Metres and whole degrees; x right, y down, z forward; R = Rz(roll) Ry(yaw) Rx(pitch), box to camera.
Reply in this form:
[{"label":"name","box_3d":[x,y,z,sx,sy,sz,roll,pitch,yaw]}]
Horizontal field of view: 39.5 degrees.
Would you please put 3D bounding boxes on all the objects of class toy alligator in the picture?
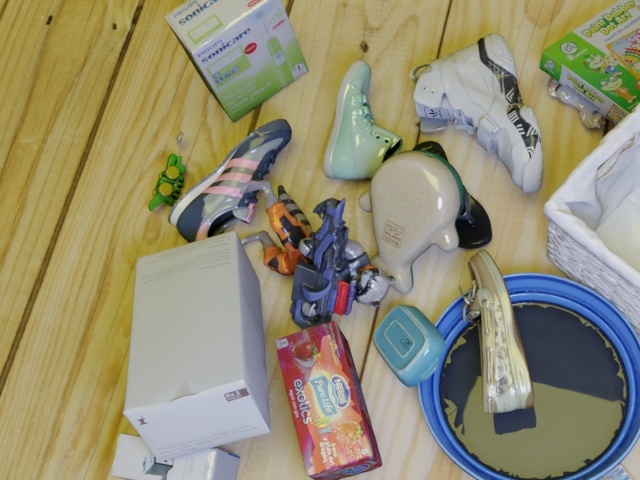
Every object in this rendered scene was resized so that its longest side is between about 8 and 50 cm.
[{"label":"toy alligator","box_3d":[-0.309,-0.140,1.889,0.051,0.056,0.190,27,70,-22]}]

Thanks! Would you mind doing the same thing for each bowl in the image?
[{"label":"bowl","box_3d":[0.368,0.250,1.555,0.391,0.077,0.391,-6,64,13]}]

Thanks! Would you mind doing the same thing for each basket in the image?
[{"label":"basket","box_3d":[0.605,-0.025,1.518,0.328,0.266,0.331,-45,66,-7]}]

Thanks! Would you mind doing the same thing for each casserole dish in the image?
[{"label":"casserole dish","box_3d":[0.152,0.183,1.606,0.114,0.037,0.188,-53,31,9]}]

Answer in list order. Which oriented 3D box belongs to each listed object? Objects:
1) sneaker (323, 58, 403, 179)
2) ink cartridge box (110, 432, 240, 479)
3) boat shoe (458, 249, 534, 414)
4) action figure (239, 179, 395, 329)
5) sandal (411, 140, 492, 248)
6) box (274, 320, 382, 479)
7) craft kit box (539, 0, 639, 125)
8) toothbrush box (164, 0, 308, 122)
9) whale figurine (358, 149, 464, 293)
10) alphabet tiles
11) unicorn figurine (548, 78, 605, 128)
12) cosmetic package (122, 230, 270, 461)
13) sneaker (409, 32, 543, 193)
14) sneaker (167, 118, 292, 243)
[{"label":"sneaker","box_3d":[0.107,-0.240,1.808,0.151,0.094,0.256,9,81,22]},{"label":"ink cartridge box","box_3d":[-0.259,0.406,1.608,0.190,0.139,0.082,4,71,15]},{"label":"boat shoe","box_3d":[0.288,0.151,1.519,0.089,0.104,0.285,-14,64,6]},{"label":"action figure","box_3d":[0.000,0.000,1.661,0.330,0.341,0.178,36,46,17]},{"label":"sandal","box_3d":[0.245,-0.090,1.739,0.097,0.054,0.254,-30,65,0]},{"label":"box","box_3d":[0.014,0.291,1.599,0.122,0.128,0.257,-18,65,5]},{"label":"craft kit box","box_3d":[0.601,-0.343,1.722,0.250,0.061,0.246,-35,57,-18]},{"label":"toothbrush box","box_3d":[-0.165,-0.403,1.832,0.206,0.283,0.122,-35,65,-3]},{"label":"whale figurine","box_3d":[0.174,-0.040,1.682,0.216,0.141,0.272,26,117,24]},{"label":"alphabet tiles","box_3d":[0.387,0.380,1.546,0.198,0.009,0.237,-37,66,-3]},{"label":"unicorn figurine","box_3d":[0.523,-0.282,1.758,0.162,0.060,0.111,28,78,37]},{"label":"cosmetic package","box_3d":[-0.219,0.179,1.605,0.217,0.156,0.385,-15,42,7]},{"label":"sneaker","box_3d":[0.302,-0.231,1.744,0.210,0.137,0.366,-15,61,7]},{"label":"sneaker","box_3d":[-0.155,-0.105,1.815,0.319,0.112,0.131,-44,72,0]}]
